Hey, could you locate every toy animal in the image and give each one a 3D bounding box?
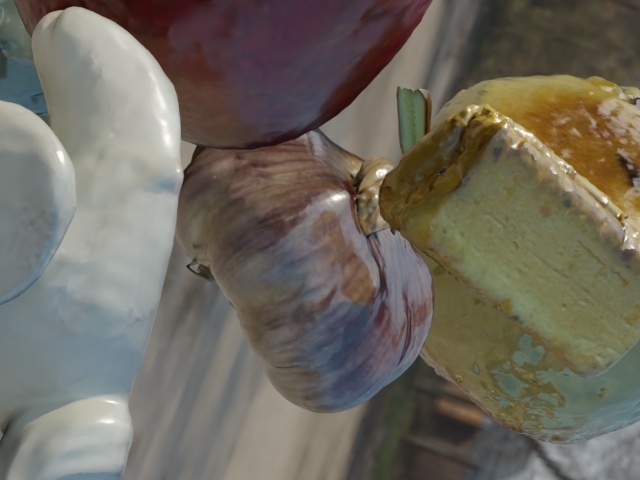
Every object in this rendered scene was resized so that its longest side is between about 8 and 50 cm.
[{"bbox_3d":[-0.211,0.016,0.724,0.272,0.265,0.206,127,-34,-47],"label":"toy animal"}]

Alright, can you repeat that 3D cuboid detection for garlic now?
[{"bbox_3d":[0.000,0.000,1.272,0.160,0.245,0.245,-35,180,11],"label":"garlic"}]

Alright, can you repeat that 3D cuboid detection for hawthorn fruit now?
[{"bbox_3d":[-0.035,-0.200,0.996,0.307,0.265,0.265,-31,-162,32],"label":"hawthorn fruit"}]

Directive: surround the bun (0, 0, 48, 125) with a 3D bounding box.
[{"bbox_3d":[-0.264,-0.153,1.500,0.194,0.354,0.354,-108,-155,-48],"label":"bun"}]

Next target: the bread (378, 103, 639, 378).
[{"bbox_3d":[0.140,0.000,1.142,0.114,0.211,0.083,-43,-150,16],"label":"bread"}]

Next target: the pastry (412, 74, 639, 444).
[{"bbox_3d":[0.240,0.024,1.729,0.388,0.388,0.313,-62,171,-54],"label":"pastry"}]

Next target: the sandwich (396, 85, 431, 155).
[{"bbox_3d":[0.086,-0.119,1.590,0.083,0.030,0.044,87,11,-46],"label":"sandwich"}]
